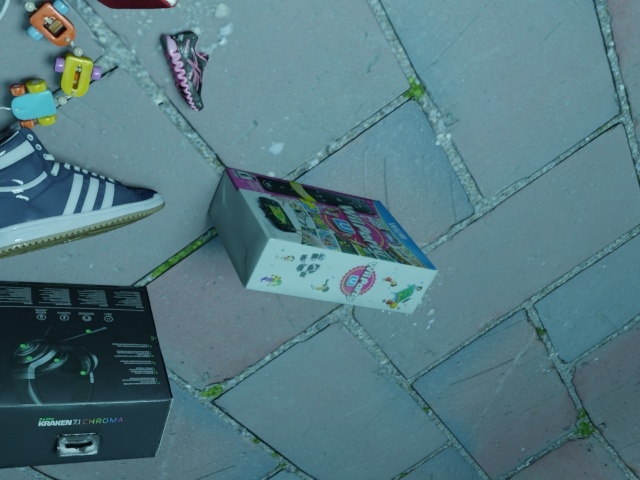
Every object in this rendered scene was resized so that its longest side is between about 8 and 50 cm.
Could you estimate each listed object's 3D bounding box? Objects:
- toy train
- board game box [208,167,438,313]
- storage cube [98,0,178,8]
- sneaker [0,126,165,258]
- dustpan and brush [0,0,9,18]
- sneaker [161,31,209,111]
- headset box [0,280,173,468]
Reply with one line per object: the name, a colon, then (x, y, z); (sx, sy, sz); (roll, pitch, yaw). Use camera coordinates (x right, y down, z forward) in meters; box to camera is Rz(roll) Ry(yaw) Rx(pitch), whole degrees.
toy train: (-0.358, -0.225, 0.892); (0.166, 0.046, 0.125); (-45, 129, 9)
board game box: (0.000, 0.000, 1.109); (0.304, 0.224, 0.097); (11, 117, -32)
storage cube: (-0.216, -0.367, 0.708); (0.184, 0.193, 0.215); (28, 89, -37)
sneaker: (-0.348, -0.079, 0.965); (0.099, 0.153, 0.282); (-21, 180, 39)
dustpan and brush: (-0.389, -0.306, 0.800); (0.211, 0.060, 0.147); (-20, 131, -10)
sneaker: (-0.176, -0.235, 0.969); (0.057, 0.047, 0.119); (-29, 134, -17)
headset box: (-0.373, 0.199, 1.053); (0.246, 0.283, 0.131); (4, 123, -28)
